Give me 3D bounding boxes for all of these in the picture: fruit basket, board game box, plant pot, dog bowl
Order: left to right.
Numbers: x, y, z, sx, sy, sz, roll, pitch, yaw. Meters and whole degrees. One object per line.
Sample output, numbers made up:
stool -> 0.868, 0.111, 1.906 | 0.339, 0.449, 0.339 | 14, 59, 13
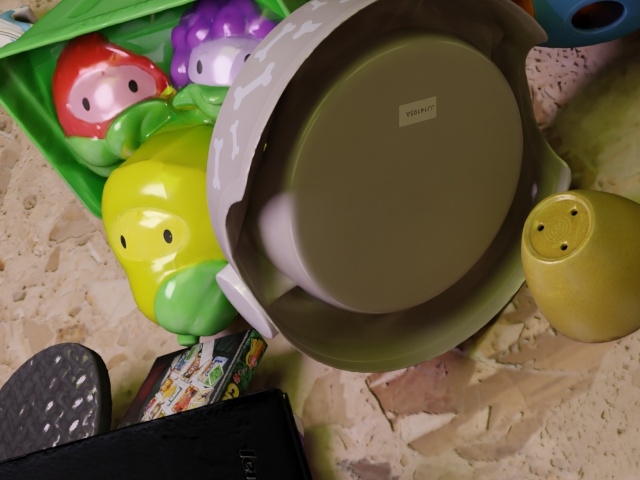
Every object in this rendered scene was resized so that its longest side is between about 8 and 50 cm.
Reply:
board game box -> -0.148, 0.192, 1.732 | 0.136, 0.030, 0.259 | -15, 34, 37
fruit basket -> -0.139, -0.100, 1.870 | 0.392, 0.283, 0.392 | -24, 36, 18
dog bowl -> 0.056, -0.064, 1.631 | 0.348, 0.349, 0.102 | -55, 40, -3
plant pot -> 0.226, 0.008, 1.625 | 0.134, 0.095, 0.134 | -18, 55, 27

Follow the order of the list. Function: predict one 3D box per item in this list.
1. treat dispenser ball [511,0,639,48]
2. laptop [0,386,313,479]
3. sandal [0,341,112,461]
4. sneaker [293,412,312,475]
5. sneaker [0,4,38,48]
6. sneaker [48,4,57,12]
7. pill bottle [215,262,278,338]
treat dispenser ball -> 0.218, -0.316, 1.689 | 0.288, 0.288, 0.288 | -18, 55, 28
laptop -> -0.190, 0.374, 1.589 | 0.408, 0.236, 0.382 | -29, 73, 43
sandal -> -0.275, 0.321, 1.830 | 0.168, 0.107, 0.445 | 3, 80, 37
sneaker -> -0.098, 0.259, 1.730 | 0.236, 0.095, 0.104 | -39, 56, 11
sneaker -> -0.311, -0.200, 2.160 | 0.086, 0.085, 0.237 | -45, 50, -3
sneaker -> -0.201, -0.310, 2.133 | 0.235, 0.094, 0.153 | -19, 53, 27
pill bottle -> 0.000, 0.000, 1.759 | 0.193, 0.108, 0.108 | -41, 45, -13
